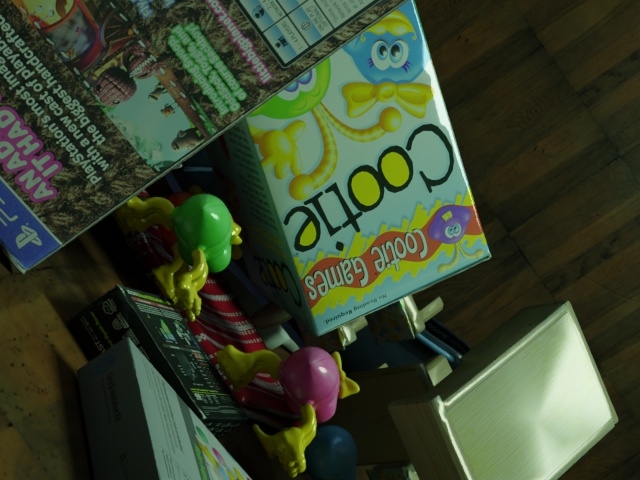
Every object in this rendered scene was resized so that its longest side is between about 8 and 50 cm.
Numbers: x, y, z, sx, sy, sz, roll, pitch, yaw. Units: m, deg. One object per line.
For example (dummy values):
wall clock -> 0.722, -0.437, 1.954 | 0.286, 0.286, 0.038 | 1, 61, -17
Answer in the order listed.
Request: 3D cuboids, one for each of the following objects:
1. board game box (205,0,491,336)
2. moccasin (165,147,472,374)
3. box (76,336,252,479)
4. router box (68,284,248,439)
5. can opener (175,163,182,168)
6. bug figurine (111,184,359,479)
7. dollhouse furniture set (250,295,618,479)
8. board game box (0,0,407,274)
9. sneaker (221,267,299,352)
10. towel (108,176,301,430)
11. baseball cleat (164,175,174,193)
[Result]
board game box -> -0.006, -0.099, 1.210 | 0.144, 0.142, 0.275 | 33, -36, 65
moccasin -> 0.000, 0.000, 1.442 | 0.342, 0.117, 0.138 | 49, 20, -1
box -> -0.052, 0.155, 0.906 | 0.186, 0.038, 0.145 | 54, 5, -27
router box -> -0.093, 0.077, 1.027 | 0.092, 0.038, 0.122 | 57, 5, 11
can opener -> -0.147, -0.085, 1.176 | 0.283, 0.095, 0.076 | -143, -142, -77
bug figurine -> -0.045, 0.058, 1.151 | 0.279, 0.072, 0.216 | 57, -8, 10
dollhouse furniture set -> 0.061, 0.135, 1.255 | 0.242, 0.161, 0.212 | -13, -75, 47
board game box -> -0.121, -0.171, 0.925 | 0.232, 0.291, 0.141 | 53, 4, -35
sneaker -> -0.017, 0.032, 1.601 | 0.106, 0.123, 0.290 | 58, 7, 12
towel -> -0.104, 0.023, 1.351 | 0.275, 0.031, 0.199 | 57, 6, 17
baseball cleat -> -0.140, -0.089, 1.643 | 0.206, 0.072, 0.109 | -119, -168, -55
